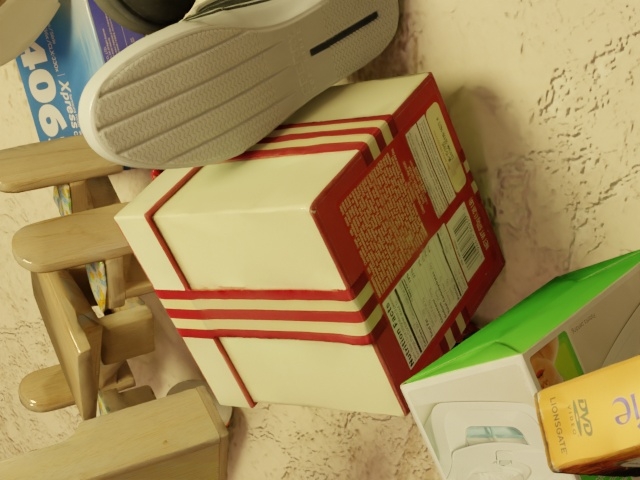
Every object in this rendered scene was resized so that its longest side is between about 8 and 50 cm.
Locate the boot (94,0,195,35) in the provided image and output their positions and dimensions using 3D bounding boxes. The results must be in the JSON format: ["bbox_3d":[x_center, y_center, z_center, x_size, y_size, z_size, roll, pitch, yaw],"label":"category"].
[{"bbox_3d":[-0.037,-0.402,0.901,0.445,0.146,0.367,-9,85,40],"label":"boot"}]

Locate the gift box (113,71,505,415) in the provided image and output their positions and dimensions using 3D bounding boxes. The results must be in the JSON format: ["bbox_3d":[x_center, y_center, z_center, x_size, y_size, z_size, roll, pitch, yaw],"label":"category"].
[{"bbox_3d":[0.000,0.000,1.015,0.258,0.276,0.255,-2,119,38],"label":"gift box"}]

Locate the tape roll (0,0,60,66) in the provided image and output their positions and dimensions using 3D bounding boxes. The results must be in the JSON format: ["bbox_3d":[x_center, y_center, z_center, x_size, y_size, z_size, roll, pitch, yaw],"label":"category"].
[{"bbox_3d":[-0.415,-0.310,1.134,0.169,0.246,0.246,20,120,33],"label":"tape roll"}]

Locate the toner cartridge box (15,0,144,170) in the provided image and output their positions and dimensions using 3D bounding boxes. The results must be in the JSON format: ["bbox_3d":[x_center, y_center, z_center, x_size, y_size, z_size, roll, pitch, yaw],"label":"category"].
[{"bbox_3d":[-0.293,-0.251,1.274,0.165,0.075,0.348,-4,105,41],"label":"toner cartridge box"}]

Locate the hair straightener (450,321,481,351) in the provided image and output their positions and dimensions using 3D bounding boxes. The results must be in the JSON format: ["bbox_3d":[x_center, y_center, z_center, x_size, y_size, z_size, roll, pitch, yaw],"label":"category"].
[{"bbox_3d":[0.163,0.126,1.067,0.230,0.047,0.089,11,115,33],"label":"hair straightener"}]

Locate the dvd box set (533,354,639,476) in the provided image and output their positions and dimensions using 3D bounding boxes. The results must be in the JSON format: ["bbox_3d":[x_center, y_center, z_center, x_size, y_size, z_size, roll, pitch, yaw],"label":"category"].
[{"bbox_3d":[0.392,0.075,0.667,0.420,0.308,0.062,-30,59,43],"label":"dvd box set"}]

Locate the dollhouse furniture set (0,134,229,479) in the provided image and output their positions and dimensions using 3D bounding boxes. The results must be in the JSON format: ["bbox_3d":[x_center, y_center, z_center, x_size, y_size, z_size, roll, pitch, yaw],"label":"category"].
[{"bbox_3d":[-0.290,0.153,1.161,0.394,0.256,0.362,55,150,42],"label":"dollhouse furniture set"}]

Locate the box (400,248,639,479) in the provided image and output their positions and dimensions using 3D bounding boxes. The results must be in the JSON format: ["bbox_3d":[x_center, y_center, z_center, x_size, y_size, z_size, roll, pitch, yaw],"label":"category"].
[{"bbox_3d":[0.221,0.159,0.872,0.127,0.262,0.231,-24,91,44],"label":"box"}]

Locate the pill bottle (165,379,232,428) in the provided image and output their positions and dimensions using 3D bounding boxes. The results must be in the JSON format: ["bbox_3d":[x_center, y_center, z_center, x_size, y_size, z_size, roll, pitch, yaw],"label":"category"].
[{"bbox_3d":[-0.168,0.258,1.373,0.086,0.086,0.152,35,128,25],"label":"pill bottle"}]

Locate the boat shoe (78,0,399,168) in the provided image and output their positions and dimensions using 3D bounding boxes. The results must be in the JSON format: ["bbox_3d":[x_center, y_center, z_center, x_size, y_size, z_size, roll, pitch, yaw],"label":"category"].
[{"bbox_3d":[-0.079,-0.157,0.963,0.119,0.335,0.121,19,128,46],"label":"boat shoe"}]
